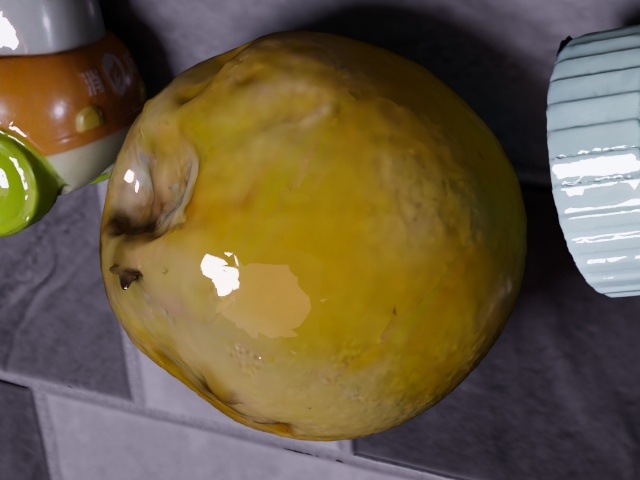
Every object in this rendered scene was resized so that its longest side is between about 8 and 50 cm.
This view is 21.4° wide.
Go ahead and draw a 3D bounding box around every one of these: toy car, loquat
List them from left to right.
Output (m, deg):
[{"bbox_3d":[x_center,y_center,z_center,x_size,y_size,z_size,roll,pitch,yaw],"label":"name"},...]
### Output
[{"bbox_3d":[-0.218,-0.130,1.025,0.235,0.145,0.235,8,111,20],"label":"toy car"},{"bbox_3d":[0.000,0.000,0.954,0.243,0.244,0.244,14,130,17],"label":"loquat"}]

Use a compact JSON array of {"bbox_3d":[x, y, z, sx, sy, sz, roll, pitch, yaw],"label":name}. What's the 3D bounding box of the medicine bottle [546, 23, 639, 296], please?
[{"bbox_3d":[0.277,-0.054,0.806,0.318,0.158,0.158,-7,121,31],"label":"medicine bottle"}]
